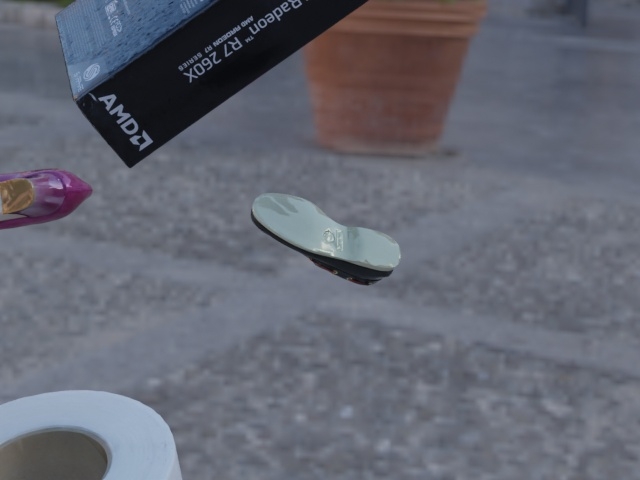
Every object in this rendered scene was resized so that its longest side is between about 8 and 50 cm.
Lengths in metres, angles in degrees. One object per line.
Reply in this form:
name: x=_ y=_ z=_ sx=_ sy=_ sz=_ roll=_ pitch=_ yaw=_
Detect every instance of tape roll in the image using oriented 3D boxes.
tape roll: x=-0.283 y=0.276 z=1.762 sx=0.286 sy=0.100 sz=0.286 roll=-6 pitch=30 yaw=3

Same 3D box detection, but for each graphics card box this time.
graphics card box: x=-0.068 y=-0.244 z=1.563 sx=0.371 sy=0.094 sz=0.233 roll=-34 pitch=30 yaw=4

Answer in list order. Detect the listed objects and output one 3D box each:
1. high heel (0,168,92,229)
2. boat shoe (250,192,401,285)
high heel: x=-0.392 y=-0.045 z=1.998 sx=0.244 sy=0.082 sz=0.117 roll=-13 pitch=-5 yaw=30
boat shoe: x=0.000 y=0.001 z=1.396 sx=0.133 sy=0.049 sz=0.042 roll=21 pitch=-37 yaw=-16
